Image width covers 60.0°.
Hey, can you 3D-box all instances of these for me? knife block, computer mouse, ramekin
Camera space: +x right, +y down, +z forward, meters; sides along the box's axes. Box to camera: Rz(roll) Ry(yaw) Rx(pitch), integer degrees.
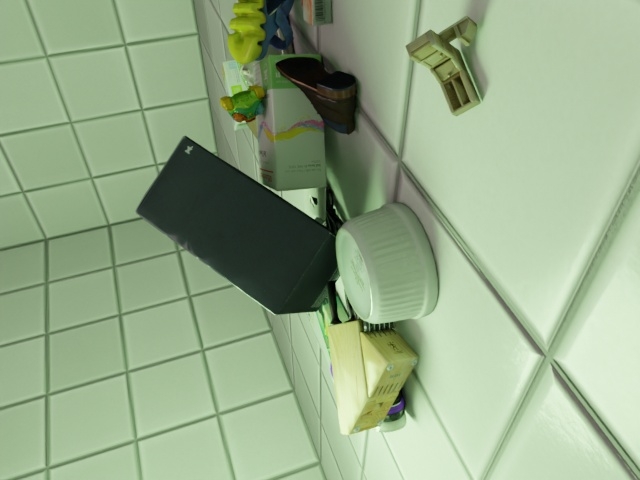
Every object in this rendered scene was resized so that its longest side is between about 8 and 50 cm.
[{"bbox_3d":[0.069,0.207,1.110,0.242,0.088,0.276,46,123,42],"label":"knife block"},{"bbox_3d":[0.000,0.000,1.399,0.272,0.072,0.189,94,157,-52],"label":"computer mouse"},{"bbox_3d":[0.104,0.044,0.954,0.207,0.109,0.207,166,90,-77],"label":"ramekin"}]

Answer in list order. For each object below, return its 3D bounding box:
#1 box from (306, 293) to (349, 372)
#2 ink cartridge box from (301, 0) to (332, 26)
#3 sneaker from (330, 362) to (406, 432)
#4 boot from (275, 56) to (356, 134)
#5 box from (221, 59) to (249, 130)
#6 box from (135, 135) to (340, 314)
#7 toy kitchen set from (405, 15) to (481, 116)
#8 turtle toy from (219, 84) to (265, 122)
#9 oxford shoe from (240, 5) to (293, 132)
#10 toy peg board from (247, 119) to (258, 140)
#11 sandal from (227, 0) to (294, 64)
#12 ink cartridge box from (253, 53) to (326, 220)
[{"bbox_3d":[0.005,0.200,1.610,0.322,0.058,0.232,-119,20,-44],"label":"box"},{"bbox_3d":[-0.029,-0.508,1.069,0.179,0.045,0.145,-126,26,-51],"label":"ink cartridge box"},{"bbox_3d":[0.104,0.292,1.247,0.293,0.102,0.146,-152,52,-64],"label":"sneaker"},{"bbox_3d":[-0.011,-0.283,1.079,0.219,0.082,0.106,38,151,40],"label":"boot"},{"bbox_3d":[-0.245,-0.477,1.801,0.103,0.114,0.203,172,84,-78],"label":"box"},{"bbox_3d":[-0.132,-0.017,1.129,0.343,0.179,0.312,34,-179,14],"label":"box"},{"bbox_3d":[0.153,-0.195,0.620,0.068,0.083,0.075,-26,75,33],"label":"toy kitchen set"},{"bbox_3d":[-0.166,-0.294,1.210,0.130,0.095,0.066,-130,19,-66],"label":"turtle toy"},{"bbox_3d":[-0.143,-0.466,1.389,0.169,0.130,0.450,-156,55,-76],"label":"oxford shoe"},{"bbox_3d":[-0.155,-0.393,1.655,0.161,0.079,0.161,-124,40,-53],"label":"toy peg board"},{"bbox_3d":[-0.113,-0.542,1.202,0.126,0.138,0.318,30,116,40],"label":"sandal"},{"bbox_3d":[-0.073,-0.227,1.263,0.207,0.119,0.354,-149,55,-71],"label":"ink cartridge box"}]
